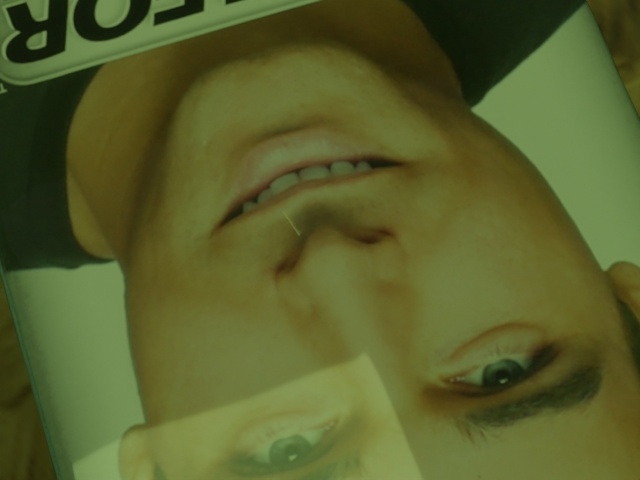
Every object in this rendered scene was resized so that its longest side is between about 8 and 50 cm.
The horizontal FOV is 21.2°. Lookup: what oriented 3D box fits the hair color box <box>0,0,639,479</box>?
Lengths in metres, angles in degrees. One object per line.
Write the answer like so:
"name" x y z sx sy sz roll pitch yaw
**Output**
"hair color box" 0.000 0.000 0.518 0.185 0.113 0.374 -17 69 -7
